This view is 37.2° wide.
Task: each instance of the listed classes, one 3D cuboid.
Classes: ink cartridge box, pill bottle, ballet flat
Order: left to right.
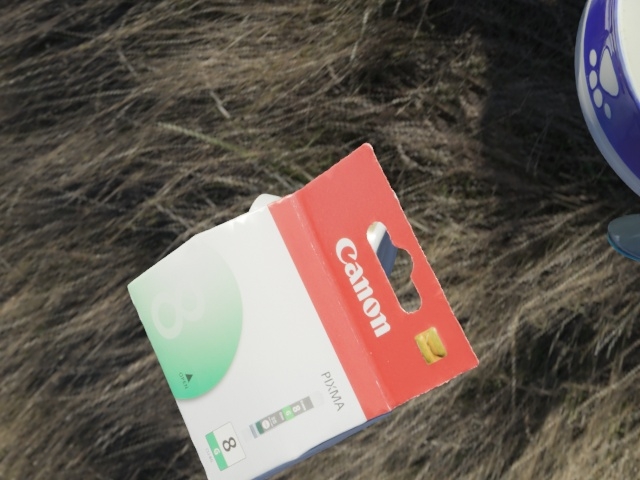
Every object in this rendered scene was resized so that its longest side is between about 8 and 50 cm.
[{"bbox_3d":[-0.023,0.061,0.688,0.225,0.056,0.181,-34,74,32],"label":"ink cartridge box"},{"bbox_3d":[0.000,0.000,1.257,0.187,0.112,0.112,15,127,19],"label":"pill bottle"},{"bbox_3d":[0.412,-0.007,1.046,0.213,0.072,0.068,11,134,-25],"label":"ballet flat"}]

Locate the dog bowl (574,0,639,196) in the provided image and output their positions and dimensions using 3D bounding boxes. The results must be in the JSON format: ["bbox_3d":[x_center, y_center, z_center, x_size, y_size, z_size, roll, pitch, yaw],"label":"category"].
[{"bbox_3d":[0.322,-0.136,0.666,0.265,0.104,0.264,0,83,1],"label":"dog bowl"}]
